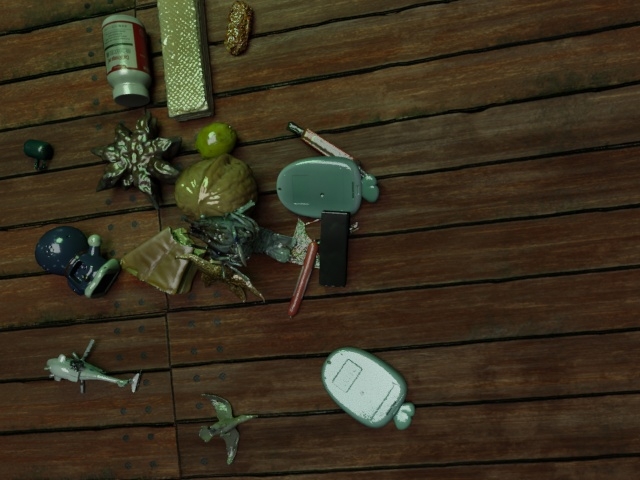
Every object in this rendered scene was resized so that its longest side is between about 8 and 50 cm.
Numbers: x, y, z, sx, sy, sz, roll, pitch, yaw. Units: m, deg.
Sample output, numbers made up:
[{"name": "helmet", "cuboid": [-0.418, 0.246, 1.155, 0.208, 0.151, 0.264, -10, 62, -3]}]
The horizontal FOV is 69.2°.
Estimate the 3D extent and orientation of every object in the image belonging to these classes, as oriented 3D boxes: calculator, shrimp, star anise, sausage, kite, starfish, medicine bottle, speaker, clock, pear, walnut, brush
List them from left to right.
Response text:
[{"name": "speaker", "cuboid": [-0.921, -0.282, 1.523, 0.076, 0.060, 0.094, 13, 124, 9]}, {"name": "clock", "cuboid": [-0.753, 0.058, 1.434, 0.243, 0.146, 0.199, 36, 97, 1]}, {"name": "medicine bottle", "cuboid": [-0.600, -0.555, 1.443, 0.131, 0.131, 0.250, -8, 85, 8]}, {"name": "star anise", "cuboid": [-0.566, -0.237, 1.434, 0.316, 0.108, 0.315, 0, 82, 2]}, {"name": "pear", "cuboid": [-0.316, -0.301, 1.405, 0.131, 0.107, 0.107, -43, 82, -7]}, {"name": "walnut", "cuboid": [-0.291, -0.136, 1.313, 0.225, 0.261, 0.224, 2, 107, 8]}, {"name": "starfish", "cuboid": [-0.286, 0.110, 1.341, 0.277, 0.235, 0.062, 24, 58, -9]}, {"name": "shrimp", "cuboid": [-0.204, 0.001, 1.220, 0.166, 0.410, 0.221, 23, 94, 15]}, {"name": "sausage", "cuboid": [-0.051, 0.115, 1.372, 0.034, 0.034, 0.253, 19, 93, 9]}, {"name": "kite", "cuboid": [0.000, 0.000, 1.388, 0.244, 0.006, 0.198, -28, 83, 7]}, {"name": "calculator", "cuboid": [0.019, -0.150, 1.338, 0.299, 0.041, 0.185, 2, 111, 10]}, {"name": "brush", "cuboid": [0.040, -0.258, 1.366, 0.323, 0.070, 0.051, 36, 93, 5]}, {"name": "speaker", "cuboid": [0.041, 0.024, 1.335, 0.082, 0.044, 0.218, 3, 103, 9]}, {"name": "calculator", "cuboid": [0.137, 0.427, 1.327, 0.295, 0.042, 0.184, 34, 92, 10]}]

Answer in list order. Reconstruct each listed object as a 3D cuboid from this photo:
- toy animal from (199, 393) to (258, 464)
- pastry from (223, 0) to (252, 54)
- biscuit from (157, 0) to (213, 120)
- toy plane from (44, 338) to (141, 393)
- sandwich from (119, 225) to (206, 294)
[{"name": "toy animal", "cuboid": [-0.264, 0.547, 1.357, 0.155, 0.095, 0.219, -17, 86, 12]}, {"name": "pastry", "cuboid": [-0.257, -0.663, 1.431, 0.087, 0.063, 0.169, 6, 89, 11]}, {"name": "biscuit", "cuboid": [-0.423, -0.591, 1.445, 0.144, 0.078, 0.425, -6, 85, 9]}, {"name": "toy plane", "cuboid": [-0.709, 0.420, 1.426, 0.273, 0.107, 0.181, 32, 97, 4]}, {"name": "sandwich", "cuboid": [-0.479, 0.040, 1.408, 0.220, 0.108, 0.186, 23, 91, 12]}]
